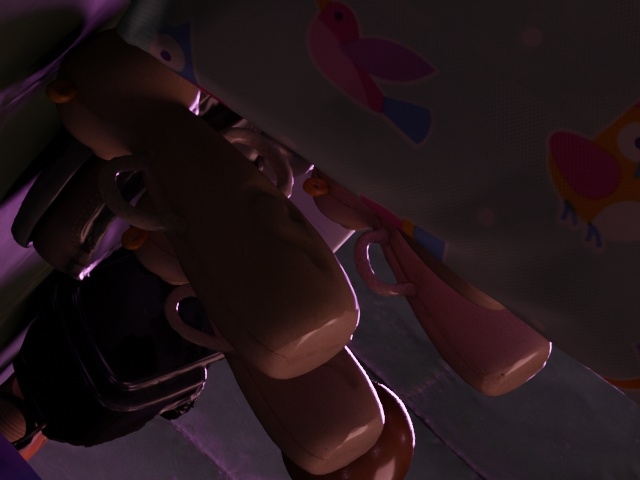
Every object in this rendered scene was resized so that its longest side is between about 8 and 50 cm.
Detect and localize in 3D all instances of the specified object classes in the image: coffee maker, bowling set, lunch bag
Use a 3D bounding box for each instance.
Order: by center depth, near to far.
[{"bbox_3d":[0.102,-0.085,0.496,0.160,0.223,0.262,-54,178,29],"label":"lunch bag"},{"bbox_3d":[0.000,0.000,0.609,0.287,0.154,0.200,-14,148,-45],"label":"bowling set"},{"bbox_3d":[-0.138,0.079,1.066,0.171,0.120,0.178,-46,180,-21],"label":"coffee maker"}]

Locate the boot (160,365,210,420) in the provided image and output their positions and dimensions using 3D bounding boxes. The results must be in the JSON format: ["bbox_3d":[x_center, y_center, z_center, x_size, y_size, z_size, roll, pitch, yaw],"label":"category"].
[{"bbox_3d":[-0.097,0.039,1.305,0.207,0.094,0.246,-61,176,-8],"label":"boot"}]

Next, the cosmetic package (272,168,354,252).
[{"bbox_3d":[0.035,-0.105,0.867,0.231,0.117,0.085,-45,-178,5],"label":"cosmetic package"}]

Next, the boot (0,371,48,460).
[{"bbox_3d":[-0.240,0.139,1.298,0.152,0.073,0.197,-44,175,26],"label":"boot"}]

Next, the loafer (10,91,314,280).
[{"bbox_3d":[-0.012,-0.071,0.683,0.267,0.084,0.096,-47,180,-25],"label":"loafer"}]

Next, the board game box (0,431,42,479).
[{"bbox_3d":[-0.276,0.237,0.736,0.347,0.078,0.233,-42,-176,-25],"label":"board game box"}]
